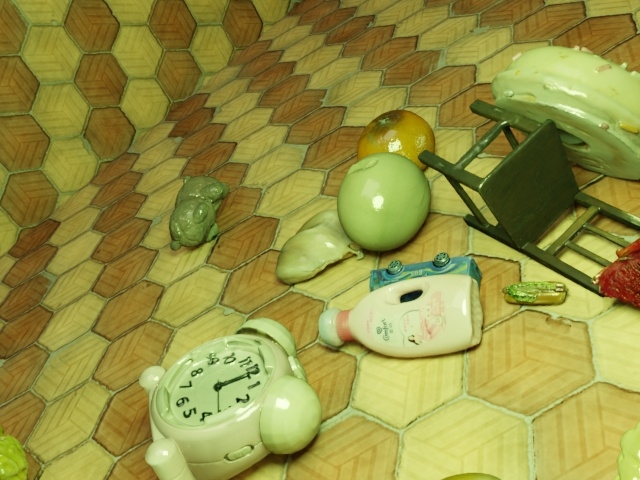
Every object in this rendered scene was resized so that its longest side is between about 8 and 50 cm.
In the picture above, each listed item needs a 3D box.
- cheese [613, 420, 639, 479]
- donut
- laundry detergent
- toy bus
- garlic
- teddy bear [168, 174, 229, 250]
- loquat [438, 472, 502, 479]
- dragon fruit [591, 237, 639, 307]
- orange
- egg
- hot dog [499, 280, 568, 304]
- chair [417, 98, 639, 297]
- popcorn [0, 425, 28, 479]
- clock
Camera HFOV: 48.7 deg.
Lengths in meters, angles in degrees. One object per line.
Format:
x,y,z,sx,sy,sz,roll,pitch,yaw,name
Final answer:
0.489,0.320,0.904,0.213,0.117,0.226,-26,36,20,cheese
0.534,-0.265,1.442,0.143,0.382,0.382,-59,35,1,donut
0.152,0.157,1.416,0.335,0.088,0.159,-10,63,31,laundry detergent
0.214,0.090,1.484,0.236,0.079,0.094,-11,39,29,toy bus
0.000,0.000,1.766,0.227,0.110,0.217,-11,33,30,garlic
-0.370,-0.089,2.142,0.236,0.151,0.267,-50,27,28,teddy bear
0.187,0.425,0.954,0.227,0.179,0.179,-47,34,-10,loquat
0.600,0.034,1.171,0.274,0.126,0.161,16,42,42,dragon fruit
0.195,-0.254,1.892,0.223,0.170,0.224,-20,33,14,orange
0.148,-0.094,1.662,0.219,0.219,0.269,-14,38,26,egg
0.406,0.097,1.348,0.133,0.041,0.056,-5,39,35,hot dog
0.423,-0.098,1.400,0.203,0.241,0.416,-43,33,-6,chair
-0.783,0.533,1.595,0.237,0.205,0.251,-59,21,-13,popcorn
-0.176,0.320,1.405,0.325,0.184,0.342,-28,37,-3,clock
